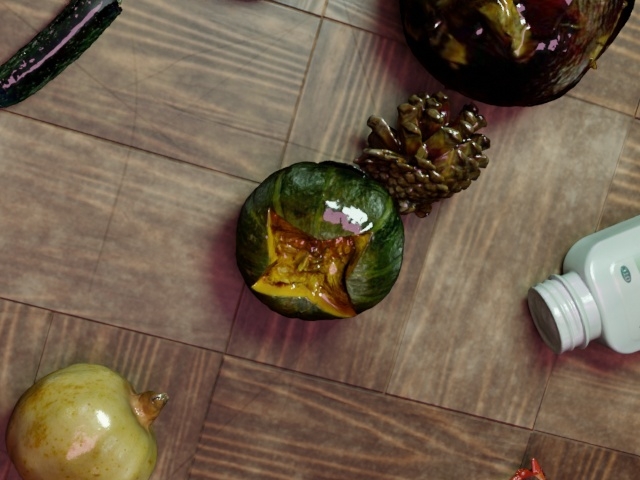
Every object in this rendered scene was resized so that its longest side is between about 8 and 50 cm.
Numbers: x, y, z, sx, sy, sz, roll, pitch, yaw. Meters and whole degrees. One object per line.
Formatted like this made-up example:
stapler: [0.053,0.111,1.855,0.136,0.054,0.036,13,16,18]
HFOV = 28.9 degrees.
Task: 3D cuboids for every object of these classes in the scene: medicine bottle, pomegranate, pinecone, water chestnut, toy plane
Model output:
medicine bottle: [0.475,0.061,1.844,0.324,0.124,0.179,-20,102,-7]
pomegranate: [-0.320,0.266,1.675,0.207,0.207,0.207,-2,99,-12]
pinecone: [0.144,-0.123,1.721,0.195,0.179,0.150,-28,73,-14]
water chestnut: [0.238,-0.336,1.625,0.335,0.347,0.335,9,107,31]
toy plane: [0.240,0.388,1.871,0.126,0.077,0.194,41,81,-18]

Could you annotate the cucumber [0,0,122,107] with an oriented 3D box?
cucumber: [-0.353,-0.257,1.650,0.245,0.067,0.067,-46,105,0]

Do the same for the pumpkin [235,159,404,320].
pumpkin: [0.000,-0.001,1.696,0.237,0.159,0.238,4,118,7]
